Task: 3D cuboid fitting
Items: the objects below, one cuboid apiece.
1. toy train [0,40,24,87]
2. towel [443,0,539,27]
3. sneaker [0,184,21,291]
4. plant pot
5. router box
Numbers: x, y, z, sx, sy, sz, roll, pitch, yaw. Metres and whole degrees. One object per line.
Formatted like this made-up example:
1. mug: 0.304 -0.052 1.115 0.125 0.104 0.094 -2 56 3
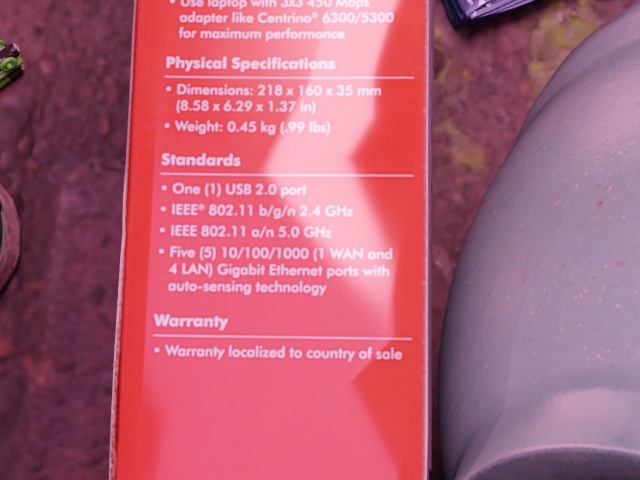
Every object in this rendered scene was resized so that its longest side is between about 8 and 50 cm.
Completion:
1. toy train: -0.180 -0.068 0.738 0.083 0.024 0.017 -36 66 -1
2. towel: 0.109 -0.153 0.725 0.119 0.029 0.067 -23 81 1
3. sneaker: -0.283 0.050 0.680 0.302 0.121 0.108 -35 81 -1
4. plant pot: 0.159 0.076 0.528 0.293 0.293 0.196 36 49 8
5. router box: 0.000 0.000 0.552 0.082 0.335 0.301 0 78 4
